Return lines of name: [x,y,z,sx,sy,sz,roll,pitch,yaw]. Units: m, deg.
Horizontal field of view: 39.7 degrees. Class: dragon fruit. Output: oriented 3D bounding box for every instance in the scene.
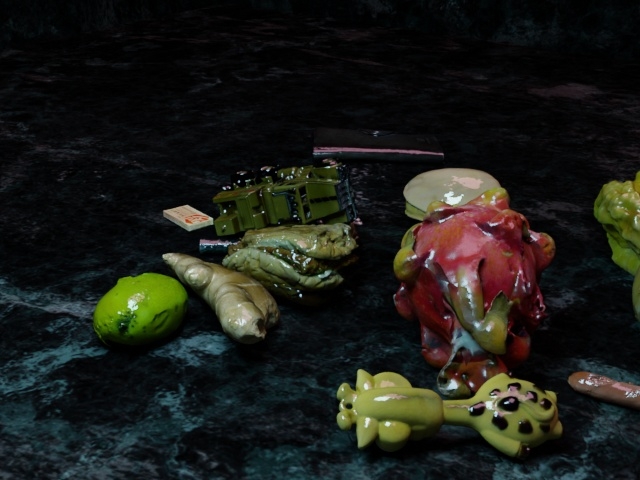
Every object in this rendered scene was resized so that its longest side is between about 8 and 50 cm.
dragon fruit: [0.227,0.074,1.279,0.243,0.227,0.307,0,57,-43]

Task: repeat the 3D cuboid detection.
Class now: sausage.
sausage: [0.417,0.210,1.214,0.158,0.042,0.036,12,64,26]

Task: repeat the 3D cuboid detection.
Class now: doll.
doll: [0.164,0.217,1.111,0.291,0.086,0.117,2,51,-6]

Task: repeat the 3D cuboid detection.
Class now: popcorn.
popcorn: [0.583,-0.028,1.575,0.156,0.197,0.197,-26,24,7]

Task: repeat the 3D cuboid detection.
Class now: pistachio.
pistachio: [0.262,-0.082,1.747,0.201,0.117,0.145,6,30,11]

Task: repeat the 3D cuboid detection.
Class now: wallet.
wallet: [0.137,-0.232,2.156,0.318,0.045,0.172,3,26,-1]

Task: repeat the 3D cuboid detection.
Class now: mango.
mango: [-0.264,0.097,1.334,0.119,0.100,0.178,7,14,20]

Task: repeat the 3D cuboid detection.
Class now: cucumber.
cucumber: [-0.153,0.011,1.613,0.133,0.032,0.032,0,24,-6]

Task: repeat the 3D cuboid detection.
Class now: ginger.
ginger: [-0.155,0.079,1.378,0.148,0.081,0.334,6,16,-41]

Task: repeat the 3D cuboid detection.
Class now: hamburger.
hamburger: [-0.048,0.039,1.465,0.206,0.130,0.183,1,6,32]

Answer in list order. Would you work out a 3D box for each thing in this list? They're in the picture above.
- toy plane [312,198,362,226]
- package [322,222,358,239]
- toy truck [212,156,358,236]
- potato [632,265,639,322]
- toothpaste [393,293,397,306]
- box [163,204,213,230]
toy plane: [0.007,-0.056,1.741,0.226,0.058,0.226,-12,31,-36]
package: [0.000,0.000,1.625,0.131,0.047,0.071,-14,19,14]
toy truck: [-0.065,-0.068,1.596,0.257,0.127,0.127,-7,13,23]
potato: [0.574,0.076,1.394,0.155,0.137,0.200,14,22,14]
toothpaste: [0.219,0.086,1.460,0.197,0.034,0.057,-11,28,-1]
box: [-0.261,-0.045,1.746,0.058,0.015,0.093,-16,29,-38]
